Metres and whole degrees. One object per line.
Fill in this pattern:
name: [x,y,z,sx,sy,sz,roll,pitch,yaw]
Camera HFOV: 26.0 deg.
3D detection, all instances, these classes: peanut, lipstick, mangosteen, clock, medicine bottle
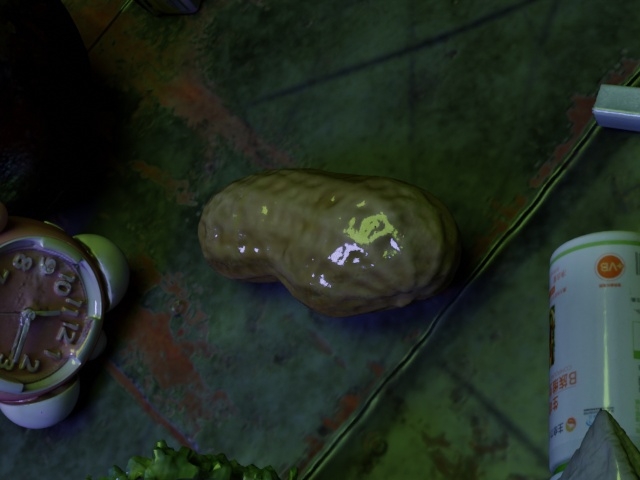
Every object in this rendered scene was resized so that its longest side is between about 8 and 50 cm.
peanut: [0.000,0.000,1.022,0.226,0.095,0.108,10,74,35]
lipstick: [0.246,-0.089,0.967,0.107,0.025,0.025,10,71,29]
mangosteen: [-0.352,-0.133,1.184,0.300,0.300,0.300,-14,59,24]
clock: [-0.244,0.055,1.103,0.092,0.162,0.166,10,74,55]
medicine bottle: [0.186,0.092,0.868,0.086,0.086,0.183,-9,60,27]

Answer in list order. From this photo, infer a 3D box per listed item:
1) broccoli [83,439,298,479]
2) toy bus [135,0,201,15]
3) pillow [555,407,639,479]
broccoli: [-0.122,0.308,0.831,0.249,0.302,0.375,149,134,-64]
toy bus: [-0.125,-0.292,1.278,0.072,0.057,0.172,7,70,27]
pillow: [0.143,0.212,0.778,0.230,0.050,0.148,117,147,-47]
